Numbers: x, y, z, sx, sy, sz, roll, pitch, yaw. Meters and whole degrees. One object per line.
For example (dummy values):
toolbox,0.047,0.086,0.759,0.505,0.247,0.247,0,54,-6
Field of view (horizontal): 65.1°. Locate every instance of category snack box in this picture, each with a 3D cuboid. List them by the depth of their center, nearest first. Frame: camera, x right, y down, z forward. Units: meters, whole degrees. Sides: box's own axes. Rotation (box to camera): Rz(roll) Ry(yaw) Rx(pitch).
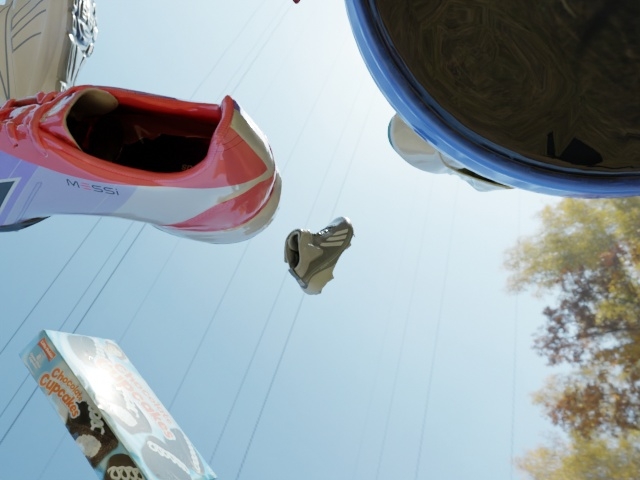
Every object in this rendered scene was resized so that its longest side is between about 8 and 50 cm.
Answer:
snack box,-0.315,0.282,0.795,0.060,0.187,0.322,-45,-110,-3

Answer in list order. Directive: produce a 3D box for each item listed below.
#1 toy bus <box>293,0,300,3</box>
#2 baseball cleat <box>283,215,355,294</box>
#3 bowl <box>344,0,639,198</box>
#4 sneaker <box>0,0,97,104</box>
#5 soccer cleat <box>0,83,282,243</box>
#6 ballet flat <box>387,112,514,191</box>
toy bus,-0.100,-0.375,0.594,0.202,0.104,0.190,14,-113,-51
baseball cleat,0.000,0.000,0.891,0.109,0.072,0.206,51,-145,-22
bowl,0.197,-0.216,0.322,0.391,0.391,0.077,54,-159,-4
sneaker,-0.325,-0.210,0.548,0.129,0.111,0.297,8,-98,-11
soccer cleat,-0.188,-0.066,0.357,0.318,0.116,0.108,6,-114,6
ballet flat,0.300,-0.182,1.009,0.400,0.139,0.139,13,-120,-45
